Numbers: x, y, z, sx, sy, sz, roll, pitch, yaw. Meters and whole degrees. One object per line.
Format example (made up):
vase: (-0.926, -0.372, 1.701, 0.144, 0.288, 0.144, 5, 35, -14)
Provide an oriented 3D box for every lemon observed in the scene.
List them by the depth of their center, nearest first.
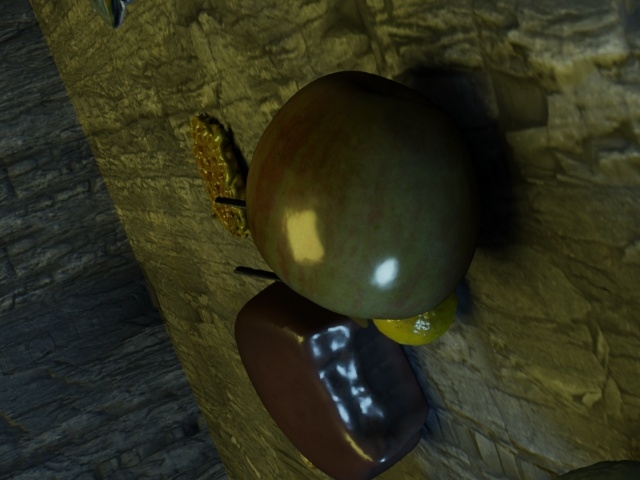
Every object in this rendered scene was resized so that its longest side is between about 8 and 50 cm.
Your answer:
lemon: (0.114, 0.075, 1.292, 0.109, 0.109, 0.133, 65, 171, 2)

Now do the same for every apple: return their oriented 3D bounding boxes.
apple: (0.051, -0.050, 1.118, 0.257, 0.256, 0.234, 41, 117, 52)

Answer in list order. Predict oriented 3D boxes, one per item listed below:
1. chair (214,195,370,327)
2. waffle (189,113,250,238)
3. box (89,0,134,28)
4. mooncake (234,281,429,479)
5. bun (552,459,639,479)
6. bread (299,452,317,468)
chair: (0.000, 0.000, 1.426, 0.246, 0.172, 0.159, 21, 143, 25)
waffle: (-0.191, -0.119, 1.988, 0.243, 0.058, 0.238, 26, 136, 65)
box: (-0.236, -0.445, 1.463, 0.291, 0.206, 0.262, 44, 153, 47)
mooncake: (0.022, 0.190, 1.572, 0.326, 0.174, 0.334, 50, 151, 15)
bun: (0.316, 0.356, 0.938, 0.354, 0.194, 0.354, 50, 154, 35)
bread: (-0.002, 0.422, 2.119, 0.077, 0.070, 0.083, 68, 165, -3)
